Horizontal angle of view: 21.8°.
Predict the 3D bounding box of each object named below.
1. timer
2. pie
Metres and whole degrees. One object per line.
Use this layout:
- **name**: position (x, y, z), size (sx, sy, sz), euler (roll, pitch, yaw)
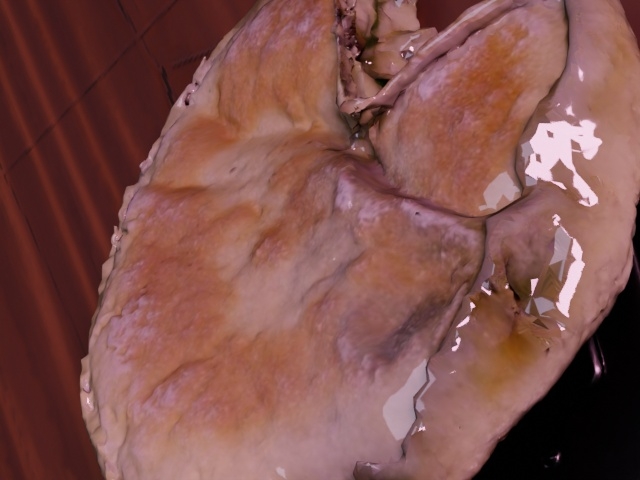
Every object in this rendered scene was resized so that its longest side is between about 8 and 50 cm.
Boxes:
- **timer**: position (0.072, 0.066, 0.727), size (0.187, 0.055, 0.144), euler (-28, 63, 34)
- **pie**: position (0.000, 0.000, 0.745), size (0.337, 0.075, 0.337), euler (-31, 43, 34)
